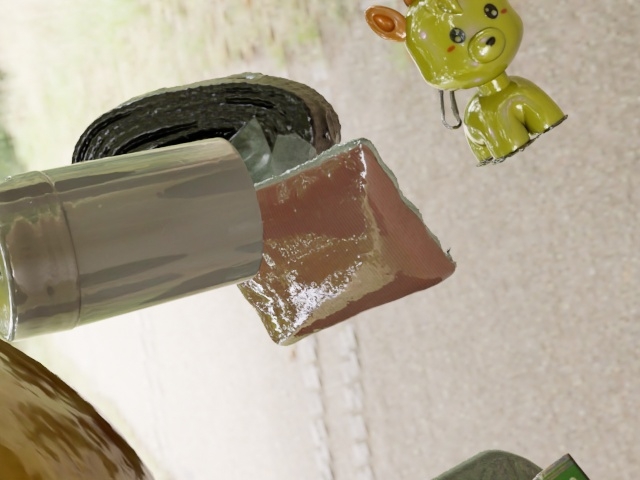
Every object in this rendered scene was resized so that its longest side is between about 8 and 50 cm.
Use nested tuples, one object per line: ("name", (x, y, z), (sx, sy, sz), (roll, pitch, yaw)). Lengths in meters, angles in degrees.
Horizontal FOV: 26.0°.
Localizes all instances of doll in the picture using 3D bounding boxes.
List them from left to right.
("doll", (0.144, -0.183, 1.322), (0.221, 0.143, 0.135), (56, 176, -9))

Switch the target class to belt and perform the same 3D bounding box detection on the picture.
("belt", (-0.124, -0.082, 1.487), (0.164, 0.289, 0.184), (-36, -68, -74))

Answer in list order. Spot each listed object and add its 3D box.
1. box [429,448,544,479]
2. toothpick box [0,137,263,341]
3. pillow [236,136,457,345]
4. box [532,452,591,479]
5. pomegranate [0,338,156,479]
("box", (0.205, 0.391, 1.320), (0.396, 0.396, 0.111), (36, 123, 28))
("toothpick box", (-0.142, -0.003, 0.951), (0.111, 0.180, 0.111), (41, 138, 52))
("pillow", (0.000, 0.000, 1.146), (0.171, 0.179, 0.075), (54, -157, -33))
("box", (0.210, 0.262, 0.926), (0.235, 0.034, 0.132), (52, 156, 17))
("pomegranate", (-0.230, 0.159, 0.369), (0.416, 0.416, 0.417), (40, 138, 50))
